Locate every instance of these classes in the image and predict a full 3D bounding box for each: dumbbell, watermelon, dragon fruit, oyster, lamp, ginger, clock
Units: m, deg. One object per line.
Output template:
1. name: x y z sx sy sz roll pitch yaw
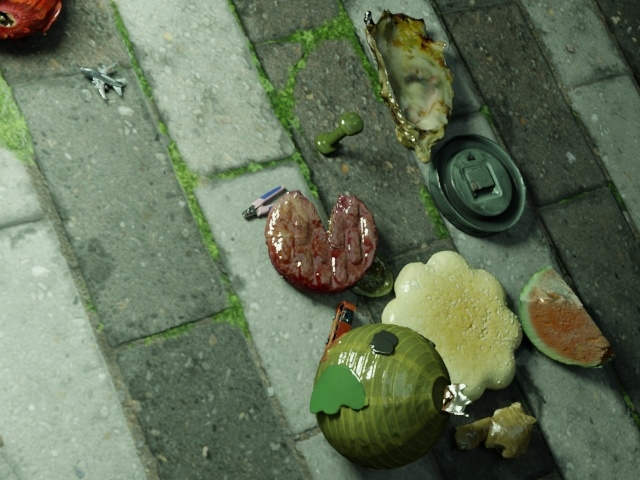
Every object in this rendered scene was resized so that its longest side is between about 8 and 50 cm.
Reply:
1. dumbbell: 0.036 -0.206 1.898 0.052 0.118 0.046 -19 82 -33
2. watermelon: 0.492 0.154 1.997 0.231 0.128 0.146 51 24 -19
3. dragon fruit: -0.539 -0.462 1.660 0.241 0.241 0.252 -4 85 -28
4. oyster: 0.197 -0.322 2.047 0.221 0.096 0.361 -7 72 -34
5. lamp: 0.123 0.262 1.640 0.250 0.284 0.250 6 83 -52
6. ginger: 0.329 0.370 1.832 0.165 0.067 0.096 -17 77 -18
7. clock: 0.327 -0.114 2.050 0.226 0.049 0.226 11 63 -23

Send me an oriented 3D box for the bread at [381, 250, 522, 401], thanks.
1. bread: 0.266 0.164 1.895 0.316 0.054 0.316 11 62 -22

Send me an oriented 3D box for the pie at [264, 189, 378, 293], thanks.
1. pie: 0.000 0.000 1.816 0.219 0.054 0.204 17 69 -15

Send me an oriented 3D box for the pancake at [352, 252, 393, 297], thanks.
1. pancake: 0.092 0.064 1.871 0.108 0.017 0.108 12 60 -22

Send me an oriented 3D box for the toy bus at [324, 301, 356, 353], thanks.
1. toy bus: 0.036 0.163 1.783 0.031 0.043 0.110 25 60 -15

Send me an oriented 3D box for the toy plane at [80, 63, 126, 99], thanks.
1. toy plane: -0.394 -0.292 1.770 0.083 0.031 0.078 18 62 -19

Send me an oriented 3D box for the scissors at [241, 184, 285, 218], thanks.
1. scissors: -0.101 -0.068 1.832 0.113 0.012 0.039 -31 84 -33
